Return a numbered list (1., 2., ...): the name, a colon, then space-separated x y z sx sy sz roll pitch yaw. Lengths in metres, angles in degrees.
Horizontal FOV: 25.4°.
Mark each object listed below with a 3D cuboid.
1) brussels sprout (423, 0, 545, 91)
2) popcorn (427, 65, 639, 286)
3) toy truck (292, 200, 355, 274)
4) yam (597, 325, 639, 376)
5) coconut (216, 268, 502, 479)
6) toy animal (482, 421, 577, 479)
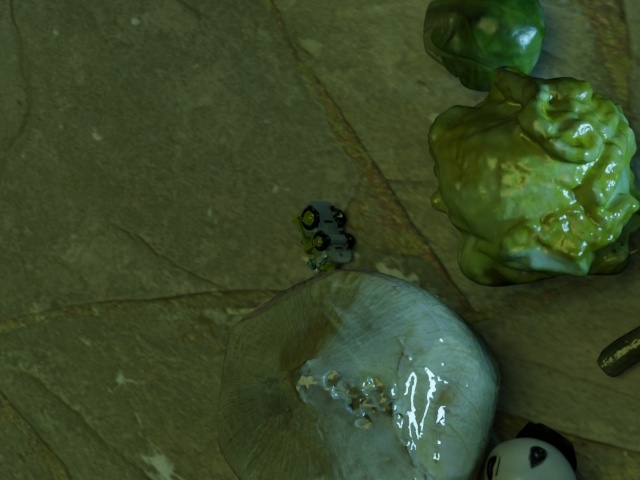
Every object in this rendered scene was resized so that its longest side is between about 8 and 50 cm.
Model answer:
1. brussels sprout: 0.243 -0.308 2.076 0.181 0.144 0.161 24 126 19
2. popcorn: 0.299 -0.091 1.930 0.312 0.312 0.312 -7 76 28
3. toy truck: 0.000 0.000 2.182 0.077 0.076 0.111 -35 65 37
4. yam: 0.423 0.147 1.928 0.094 0.043 0.043 -35 65 19
5. coconut: 0.045 0.225 1.935 0.404 0.404 0.404 -7 76 28
6. toy animal: 0.276 0.327 1.899 0.138 0.179 0.166 -15 79 11
